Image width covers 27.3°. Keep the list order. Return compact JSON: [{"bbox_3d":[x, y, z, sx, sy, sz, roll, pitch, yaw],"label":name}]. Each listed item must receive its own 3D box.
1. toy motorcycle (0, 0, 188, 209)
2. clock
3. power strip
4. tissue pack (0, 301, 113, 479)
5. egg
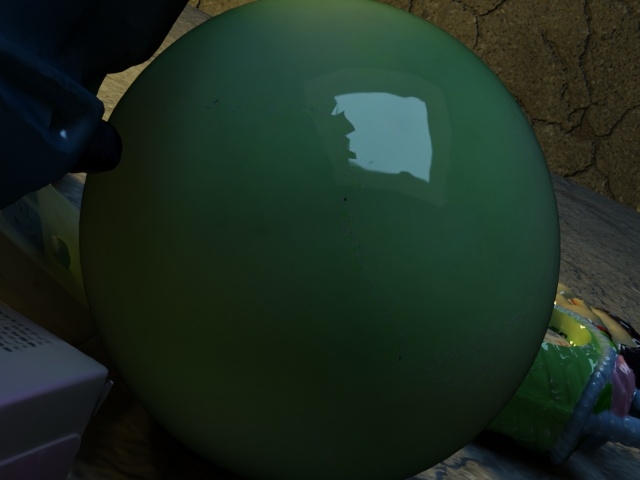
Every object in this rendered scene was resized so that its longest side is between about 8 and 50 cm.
[{"bbox_3d":[-0.123,-0.116,0.495,0.172,0.232,0.416,17,-1,-6],"label":"toy motorcycle"},{"bbox_3d":[0.147,0.081,0.902,0.195,0.100,0.194,20,17,-22],"label":"clock"},{"bbox_3d":[-0.163,-0.024,0.613,0.192,0.035,0.081,49,12,-41],"label":"power strip"},{"bbox_3d":[-0.206,0.023,0.368,0.246,0.092,0.148,30,10,15],"label":"tissue pack"},{"bbox_3d":[0.000,0.000,0.610,0.220,0.220,0.269,23,19,-20],"label":"egg"}]
